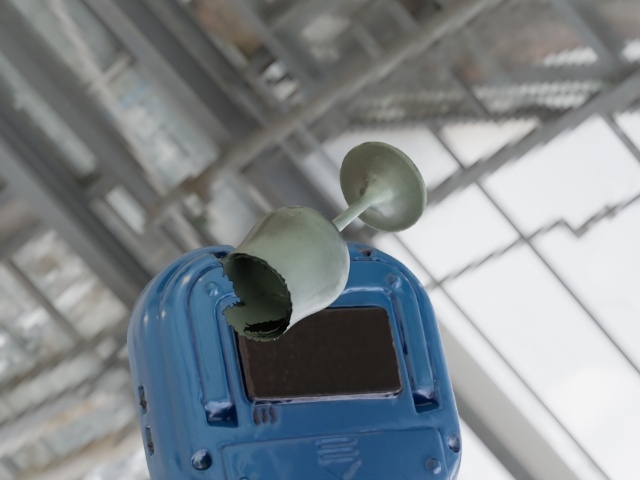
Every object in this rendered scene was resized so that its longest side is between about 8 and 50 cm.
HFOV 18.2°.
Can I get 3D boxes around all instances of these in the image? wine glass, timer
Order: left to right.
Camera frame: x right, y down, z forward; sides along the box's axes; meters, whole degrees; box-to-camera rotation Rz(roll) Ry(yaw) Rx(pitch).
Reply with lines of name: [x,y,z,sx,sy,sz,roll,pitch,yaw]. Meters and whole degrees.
timer: [-0.020,0.150,2.022,0.340,0.309,0.115,-2,158,-27]
wine glass: [0.000,0.000,1.439,0.079,0.079,0.195,-32,-175,40]
